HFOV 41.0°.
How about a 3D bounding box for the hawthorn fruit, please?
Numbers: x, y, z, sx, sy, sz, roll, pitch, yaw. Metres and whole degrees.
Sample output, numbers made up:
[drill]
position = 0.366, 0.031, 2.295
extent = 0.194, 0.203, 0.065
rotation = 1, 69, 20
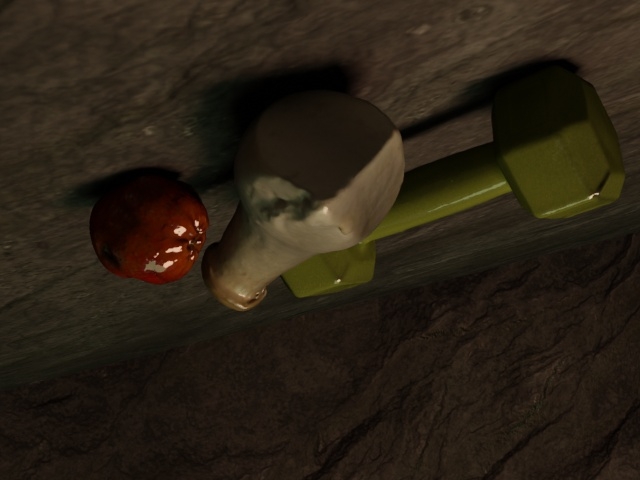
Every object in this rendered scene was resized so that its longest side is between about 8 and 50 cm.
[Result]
[hawthorn fruit]
position = -0.132, -0.011, 0.648
extent = 0.093, 0.093, 0.093
rotation = -15, 171, -2

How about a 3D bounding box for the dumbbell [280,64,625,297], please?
[dumbbell]
position = 0.089, -0.040, 0.710
extent = 0.302, 0.121, 0.108
rotation = -20, 141, 29

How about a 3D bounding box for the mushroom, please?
[mushroom]
position = -0.018, -0.022, 0.617
extent = 0.118, 0.103, 0.270
rotation = -39, 174, -23
